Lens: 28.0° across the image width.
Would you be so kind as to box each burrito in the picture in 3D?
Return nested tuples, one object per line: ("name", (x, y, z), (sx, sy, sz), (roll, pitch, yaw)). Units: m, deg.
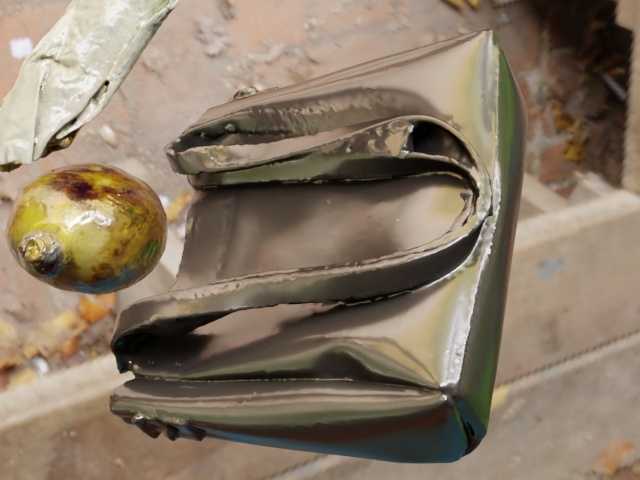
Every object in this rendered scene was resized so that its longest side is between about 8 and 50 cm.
("burrito", (-0.249, -0.234, 1.463), (0.392, 0.117, 0.076), (-56, 153, -6))

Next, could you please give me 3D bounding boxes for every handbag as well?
("handbag", (0.000, 0.000, 0.828), (0.113, 0.257, 0.285), (56, 37, -49))

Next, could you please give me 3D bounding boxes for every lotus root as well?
("lotus root", (-0.262, -0.014, 1.454), (0.169, 0.314, 0.141), (15, 99, 3))
